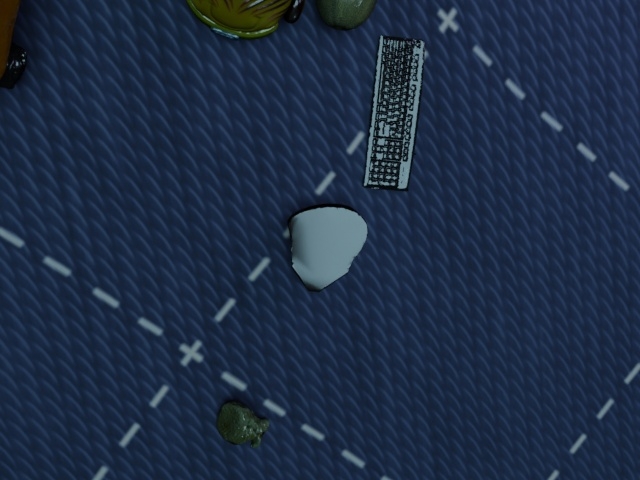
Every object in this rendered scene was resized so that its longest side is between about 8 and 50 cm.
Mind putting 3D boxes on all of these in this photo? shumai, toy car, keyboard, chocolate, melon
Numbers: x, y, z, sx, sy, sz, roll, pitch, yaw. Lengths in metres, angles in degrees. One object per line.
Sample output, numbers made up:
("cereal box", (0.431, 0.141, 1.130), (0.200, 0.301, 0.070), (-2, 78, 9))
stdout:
("shumai", (-0.125, 0.311, 1.191), (0.080, 0.082, 0.083), (0, 137, -44))
("toy car", (-0.101, -0.422, 1.010), (0.200, 0.142, 0.248), (13, 96, -11))
("keyboard", (0.125, -0.208, 1.155), (0.087, 0.017, 0.251), (5, 99, -9))
("chocolate", (0.000, 0.000, 1.142), (0.125, 0.080, 0.149), (29, 101, -2))
("melon", (0.042, -0.388, 1.066), (0.098, 0.098, 0.131), (11, 100, -12))

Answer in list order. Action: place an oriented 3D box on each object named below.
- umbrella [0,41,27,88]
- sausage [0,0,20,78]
("umbrella", (-0.575, -0.313, 0.974), (0.326, 0.090, 0.094), (26, 99, -14))
("sausage", (-0.439, -0.318, 0.900), (0.098, 0.098, 0.238), (15, 108, -12))
